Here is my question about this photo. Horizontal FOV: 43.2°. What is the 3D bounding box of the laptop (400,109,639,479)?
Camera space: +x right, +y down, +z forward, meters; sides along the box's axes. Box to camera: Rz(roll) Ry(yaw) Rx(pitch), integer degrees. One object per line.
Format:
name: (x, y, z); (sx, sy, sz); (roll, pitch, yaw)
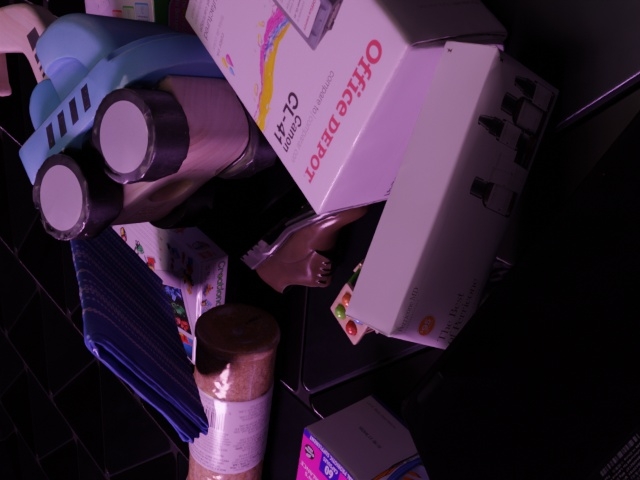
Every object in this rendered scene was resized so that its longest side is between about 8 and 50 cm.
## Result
laptop: (0.298, 0.136, 0.492); (0.382, 0.236, 0.408); (-54, 27, 18)

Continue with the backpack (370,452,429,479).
backpack: (0.133, 0.299, 0.707); (0.277, 0.263, 0.213); (57, 133, 24)

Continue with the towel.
towel: (-0.255, 0.091, 1.068); (0.243, 0.040, 0.336); (56, -178, -40)

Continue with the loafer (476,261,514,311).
loafer: (0.195, 0.133, 0.703); (0.251, 0.094, 0.087); (59, 138, 21)

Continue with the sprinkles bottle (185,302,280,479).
sprinkles bottle: (-0.133, 0.268, 1.187); (0.121, 0.121, 0.356); (38, 131, 41)

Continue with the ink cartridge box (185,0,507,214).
ink cartridge box: (0.005, -0.215, 0.802); (0.306, 0.131, 0.226); (57, 142, 25)

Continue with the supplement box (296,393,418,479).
supplement box: (0.042, 0.316, 0.973); (0.111, 0.113, 0.220); (37, 133, 40)

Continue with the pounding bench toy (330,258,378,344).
pounding bench toy: (0.044, 0.064, 0.911); (0.083, 0.065, 0.052); (56, 141, 25)

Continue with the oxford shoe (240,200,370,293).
oxford shoe: (0.000, 0.000, 0.955); (0.096, 0.083, 0.227); (49, 142, -4)

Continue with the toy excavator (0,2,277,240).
toy excavator: (-0.320, -0.209, 1.081); (0.432, 0.222, 0.445); (-33, 76, 35)

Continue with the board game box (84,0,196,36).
board game box: (-0.269, -0.248, 1.225); (0.242, 0.064, 0.317); (23, 121, 48)

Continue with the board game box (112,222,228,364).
board game box: (-0.256, 0.042, 1.329); (0.305, 0.053, 0.193); (37, 130, 41)

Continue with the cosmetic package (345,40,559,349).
cosmetic package: (0.111, -0.032, 0.669); (0.060, 0.098, 0.239); (23, 94, 49)
